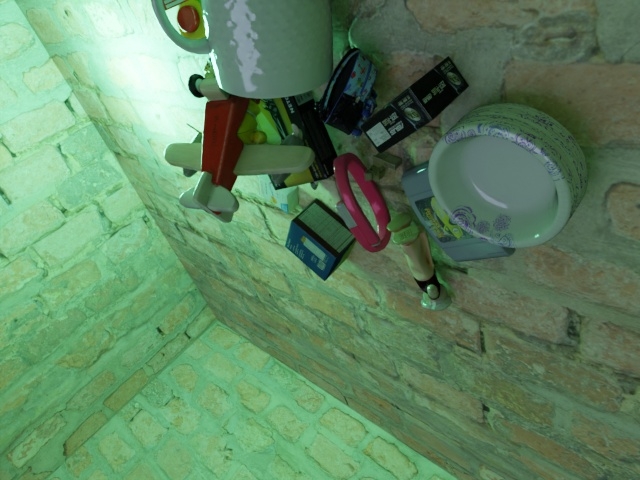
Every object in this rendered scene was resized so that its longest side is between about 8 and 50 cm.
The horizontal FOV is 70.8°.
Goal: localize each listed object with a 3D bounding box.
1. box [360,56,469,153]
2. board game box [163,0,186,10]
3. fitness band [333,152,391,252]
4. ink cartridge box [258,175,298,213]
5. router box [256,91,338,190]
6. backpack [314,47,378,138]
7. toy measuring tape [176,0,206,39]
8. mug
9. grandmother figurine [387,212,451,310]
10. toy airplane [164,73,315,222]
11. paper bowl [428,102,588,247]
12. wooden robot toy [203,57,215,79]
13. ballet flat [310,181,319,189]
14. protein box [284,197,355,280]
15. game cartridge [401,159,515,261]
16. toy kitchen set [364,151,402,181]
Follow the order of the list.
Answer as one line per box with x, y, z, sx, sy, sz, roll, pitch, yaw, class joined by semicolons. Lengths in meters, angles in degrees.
0.194;-0.280;0.951;0.078;0.147;0.180;51;151;-9;box
-0.356;-0.688;1.132;0.045;0.193;0.147;27;147;32;board game box
0.117;-0.102;1.226;0.054;0.209;0.291;-17;124;29;fitness band
-0.168;-0.191;1.657;0.181;0.061;0.104;35;150;22;ink cartridge box
-0.099;-0.314;1.314;0.242;0.081;0.309;-6;116;47;router box
0.073;-0.345;1.041;0.116;0.158;0.173;22;112;-16;backpack
-0.335;-0.563;1.295;0.121;0.121;0.331;1;109;53;toy measuring tape
-0.162;-0.505;0.939;0.276;0.373;0.328;-100;5;-49;mug
0.302;0.090;1.311;0.103;0.208;0.342;-21;127;16;grandmother figurine
-0.231;-0.236;1.226;0.384;0.272;0.386;-42;71;21;toy airplane
0.371;-0.135;0.893;0.284;0.148;0.284;33;149;23;paper bowl
-0.337;-0.518;1.450;0.173;0.079;0.076;35;150;22;wooden robot toy
-0.022;-0.211;1.458;0.041;0.041;0.114;19;143;41;ballet flat
0.000;0.000;1.594;0.201;0.136;0.200;41;152;11;protein box
0.334;-0.070;1.135;0.294;0.060;0.196;53;156;-12;game cartridge
0.167;-0.180;1.202;0.075;0.068;0.083;29;148;30;toy kitchen set
